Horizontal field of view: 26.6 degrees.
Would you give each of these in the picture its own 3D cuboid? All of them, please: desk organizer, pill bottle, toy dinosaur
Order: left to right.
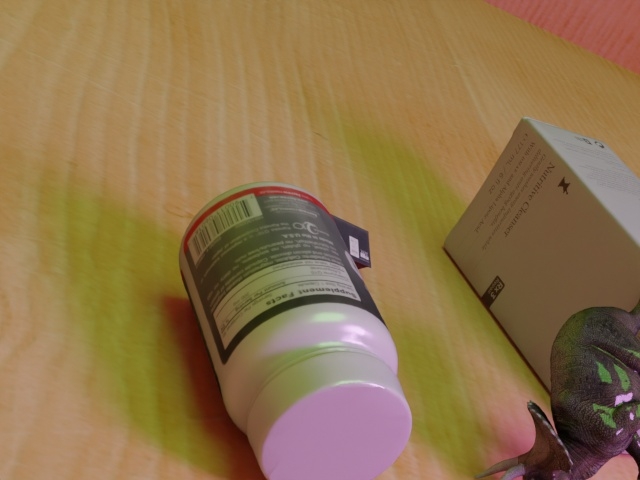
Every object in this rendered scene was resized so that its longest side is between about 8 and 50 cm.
[{"bbox_3d":[-0.025,0.086,1.235,0.161,0.161,0.283,15,30,-30],"label":"pill bottle"},{"bbox_3d":[0.000,0.000,1.541,0.130,0.050,0.047,24,56,-50],"label":"desk organizer"},{"bbox_3d":[0.287,0.138,1.346,0.160,0.121,0.314,26,63,-4],"label":"toy dinosaur"}]

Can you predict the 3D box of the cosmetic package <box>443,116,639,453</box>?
[{"bbox_3d":[0.334,0.052,1.620,0.156,0.217,0.385,12,29,-34],"label":"cosmetic package"}]
